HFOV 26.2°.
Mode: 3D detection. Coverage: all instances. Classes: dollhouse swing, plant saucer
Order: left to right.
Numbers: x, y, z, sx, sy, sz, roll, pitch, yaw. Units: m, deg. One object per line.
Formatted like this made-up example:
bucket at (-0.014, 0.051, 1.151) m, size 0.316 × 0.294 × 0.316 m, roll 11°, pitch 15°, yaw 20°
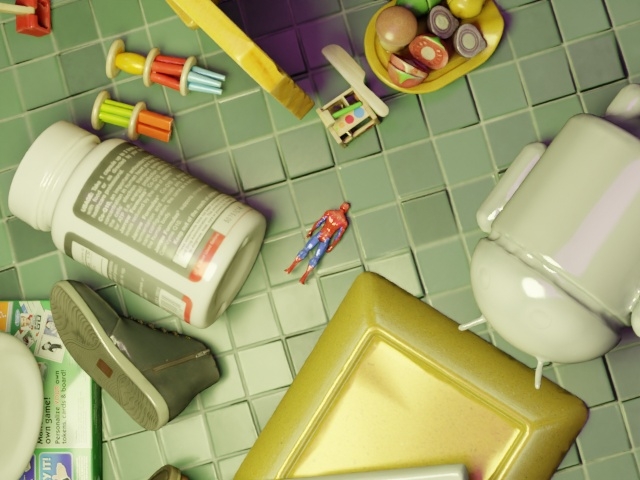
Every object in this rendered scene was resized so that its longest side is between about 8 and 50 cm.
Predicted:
dollhouse swing at (-0.087, -0.359, 1.588) m, size 0.305 × 0.347 × 0.315 m, roll 30°, pitch 91°, yaw 9°
plant saucer at (0.102, 0.256, 1.663) m, size 0.333 × 0.081 × 0.333 m, roll 32°, pitch 92°, yaw 8°

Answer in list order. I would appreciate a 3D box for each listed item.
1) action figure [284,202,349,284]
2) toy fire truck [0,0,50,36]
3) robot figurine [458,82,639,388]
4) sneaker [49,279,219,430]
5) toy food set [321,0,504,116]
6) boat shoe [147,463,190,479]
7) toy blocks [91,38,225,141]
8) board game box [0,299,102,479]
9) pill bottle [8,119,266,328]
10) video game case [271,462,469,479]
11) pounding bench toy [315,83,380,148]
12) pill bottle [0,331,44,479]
action figure at (0.000, 0.000, 1.717) m, size 0.038 × 0.030 × 0.115 m, roll 36°, pitch 87°, yaw 3°
toy fire truck at (-0.453, -0.289, 1.742) m, size 0.135 × 0.192 × 0.047 m, roll -5°, pitch 84°, yaw 36°
robot figurine at (0.310, -0.004, 1.587) m, size 0.353 × 0.200 × 0.300 m, roll -53°, pitch 45°, yaw 2°
sneaker at (-0.233, 0.124, 1.703) m, size 0.222 × 0.118 × 0.083 m, roll 50°, pitch 137°, yaw 8°
toy food set at (0.125, -0.251, 1.666) m, size 0.218 × 0.071 × 0.128 m, roll -33°, pitch 80°, yaw -11°
boat shoe at (-0.222, 0.427, 1.694) m, size 0.104 × 0.111 × 0.307 m, roll 28°, pitch 91°, yaw -16°
toy blocks at (-0.203, -0.181, 1.743) m, size 0.148 × 0.054 × 0.123 m, roll 15°, pitch 88°, yaw 8°
board game box at (-0.386, 0.233, 1.748) m, size 0.213 × 0.046 × 0.317 m, roll -1°, pitch 87°, yaw 9°
pill bottle at (-0.224, -0.025, 1.683) m, size 0.283 × 0.161 × 0.161 m, roll 29°, pitch 91°, yaw 9°
video game case at (0.037, 0.421, 1.621) m, size 0.329 × 0.036 × 0.300 m, roll -9°, pitch 99°, yaw 19°
pounding bench toy at (0.036, -0.157, 1.693) m, size 0.065 × 0.083 × 0.052 m, roll -34°, pitch 83°, yaw 5°
pill bottle at (-0.535, 0.188, 1.647) m, size 0.363 × 0.210 × 0.210 m, roll 8°, pitch 88°, yaw 22°
